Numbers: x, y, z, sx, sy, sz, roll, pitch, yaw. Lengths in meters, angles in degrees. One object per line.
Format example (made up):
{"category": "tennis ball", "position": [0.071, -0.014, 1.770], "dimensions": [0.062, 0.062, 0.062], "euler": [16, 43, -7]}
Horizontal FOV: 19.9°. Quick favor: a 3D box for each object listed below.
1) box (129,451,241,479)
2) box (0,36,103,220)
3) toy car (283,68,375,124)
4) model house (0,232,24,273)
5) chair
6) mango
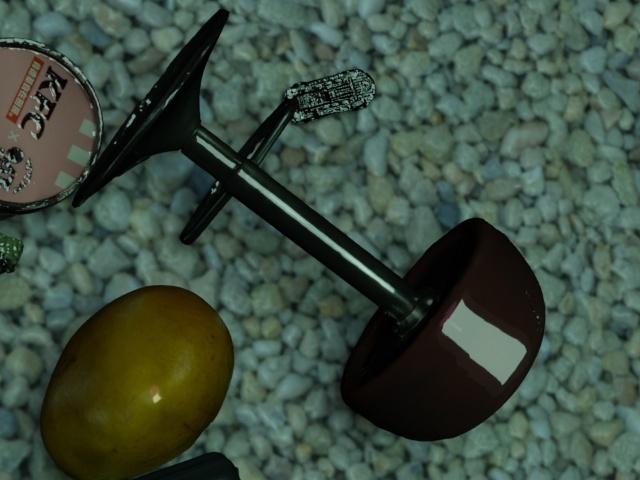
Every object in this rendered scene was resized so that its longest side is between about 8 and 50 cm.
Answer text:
{"category": "box", "position": [-0.134, 0.297, 1.566], "dimensions": [0.160, 0.050, 0.230], "euler": [-18, 126, -21]}
{"category": "box", "position": [-0.281, -0.089, 1.606], "dimensions": [0.151, 0.135, 0.151], "euler": [5, 78, -22]}
{"category": "toy car", "position": [0.009, -0.140, 1.774], "dimensions": [0.093, 0.025, 0.041], "euler": [-15, 87, -18]}
{"category": "model house", "position": [-0.312, 0.029, 1.609], "dimensions": [0.078, 0.066, 0.083], "euler": [21, 76, -13]}
{"category": "chair", "position": [0.000, 0.000, 1.641], "dimensions": [0.401, 0.226, 0.226], "euler": [38, 71, -9]}
{"category": "mango", "position": [-0.150, 0.119, 1.548], "dimensions": [0.187, 0.257, 0.138], "euler": [-38, 94, -21]}
